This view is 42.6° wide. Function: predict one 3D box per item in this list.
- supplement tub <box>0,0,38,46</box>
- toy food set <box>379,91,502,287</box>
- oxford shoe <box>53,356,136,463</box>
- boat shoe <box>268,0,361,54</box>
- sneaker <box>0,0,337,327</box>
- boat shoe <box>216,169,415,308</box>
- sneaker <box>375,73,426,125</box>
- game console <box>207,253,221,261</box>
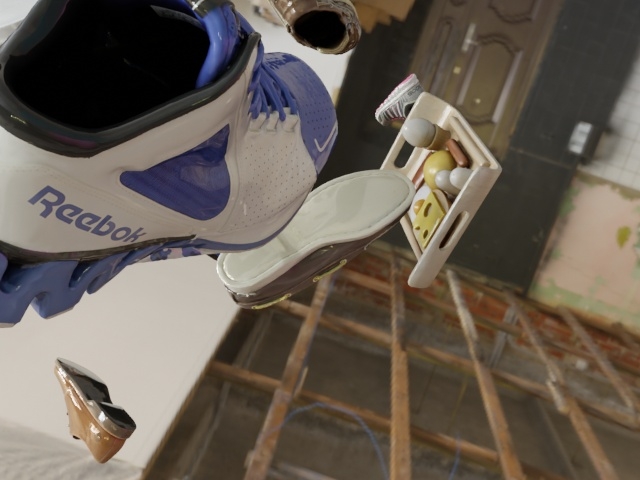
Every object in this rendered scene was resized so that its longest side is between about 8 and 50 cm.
[{"bbox_3d":[-0.531,-0.313,1.609,0.228,0.316,0.228,-11,-142,9],"label":"supplement tub"},{"bbox_3d":[0.166,-0.090,1.335,0.092,0.219,0.306,19,-154,-19],"label":"toy food set"},{"bbox_3d":[-0.341,0.237,1.171,0.076,0.076,0.212,29,-175,-42],"label":"oxford shoe"},{"bbox_3d":[-0.001,-0.293,1.136,0.095,0.095,0.257,63,-161,15],"label":"boat shoe"},{"bbox_3d":[-0.070,-0.076,0.465,0.127,0.182,0.315,48,-141,10],"label":"sneaker"},{"bbox_3d":[0.000,0.000,1.256,0.116,0.324,0.096,54,168,33],"label":"boat shoe"},{"bbox_3d":[0.170,-0.269,1.681,0.075,0.063,0.170,49,152,3],"label":"sneaker"},{"bbox_3d":[-0.195,-0.025,1.926,0.293,0.250,0.173,38,-144,-49],"label":"game console"}]
